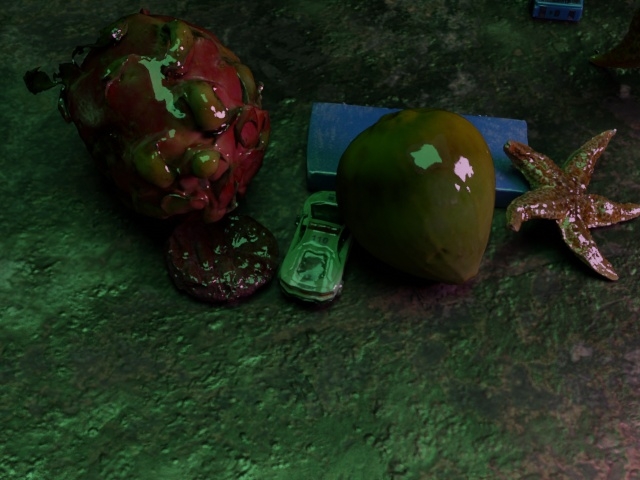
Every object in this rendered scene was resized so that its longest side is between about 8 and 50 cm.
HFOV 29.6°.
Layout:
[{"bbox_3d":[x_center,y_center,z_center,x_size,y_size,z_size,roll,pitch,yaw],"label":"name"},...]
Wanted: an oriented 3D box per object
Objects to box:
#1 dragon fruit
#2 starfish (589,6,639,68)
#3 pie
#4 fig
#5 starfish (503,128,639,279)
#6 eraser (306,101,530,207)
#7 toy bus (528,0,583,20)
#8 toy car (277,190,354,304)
[{"bbox_3d":[-0.194,-0.156,1.564,0.250,0.269,0.291,-34,48,3],"label":"dragon fruit"},{"bbox_3d":[0.544,-0.336,1.691,0.398,0.384,0.132,24,52,13],"label":"starfish"},{"bbox_3d":[-0.130,0.017,1.585,0.154,0.036,0.154,3,52,-4],"label":"pie"},{"bbox_3d":[0.121,-0.054,1.552,0.207,0.230,0.207,0,12,0],"label":"fig"},{"bbox_3d":[0.341,-0.055,1.640,0.236,0.062,0.277,49,49,3],"label":"starfish"},{"bbox_3d":[0.136,-0.121,1.708,0.312,0.042,0.144,5,53,-1],"label":"eraser"},{"bbox_3d":[0.374,-0.375,1.925,0.083,0.038,0.046,6,55,1],"label":"toy bus"},{"bbox_3d":[0.000,0.000,1.595,0.093,0.058,0.186,13,53,8],"label":"toy car"}]
